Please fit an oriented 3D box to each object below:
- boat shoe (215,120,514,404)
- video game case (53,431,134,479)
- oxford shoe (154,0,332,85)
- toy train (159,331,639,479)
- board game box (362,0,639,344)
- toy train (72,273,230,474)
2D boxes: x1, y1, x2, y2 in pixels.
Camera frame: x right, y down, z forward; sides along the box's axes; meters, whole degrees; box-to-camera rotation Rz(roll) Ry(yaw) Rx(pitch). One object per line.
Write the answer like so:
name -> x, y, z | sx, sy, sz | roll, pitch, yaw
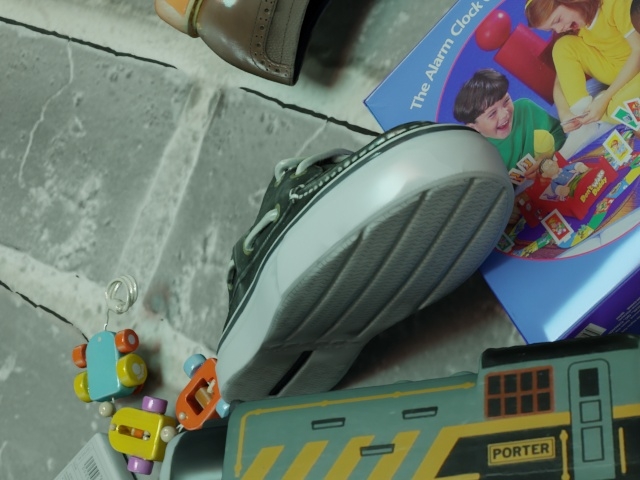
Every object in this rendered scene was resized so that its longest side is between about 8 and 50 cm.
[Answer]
boat shoe -> 0.000, 0.000, 0.860 | 0.335, 0.121, 0.119 | -46, 50, 53
video game case -> -0.183, 0.282, 1.059 | 0.183, 0.023, 0.201 | -47, 52, 19
oxford shoe -> 0.034, -0.279, 1.017 | 0.132, 0.130, 0.364 | 36, 94, 8
toy train -> 0.053, 0.160, 0.750 | 0.334, 0.142, 0.190 | -10, 52, 21
board game box -> 0.211, -0.119, 0.814 | 0.347, 0.078, 0.233 | -46, 52, 20
toy train -> -0.119, 0.106, 1.048 | 0.166, 0.046, 0.125 | 41, 102, 37
